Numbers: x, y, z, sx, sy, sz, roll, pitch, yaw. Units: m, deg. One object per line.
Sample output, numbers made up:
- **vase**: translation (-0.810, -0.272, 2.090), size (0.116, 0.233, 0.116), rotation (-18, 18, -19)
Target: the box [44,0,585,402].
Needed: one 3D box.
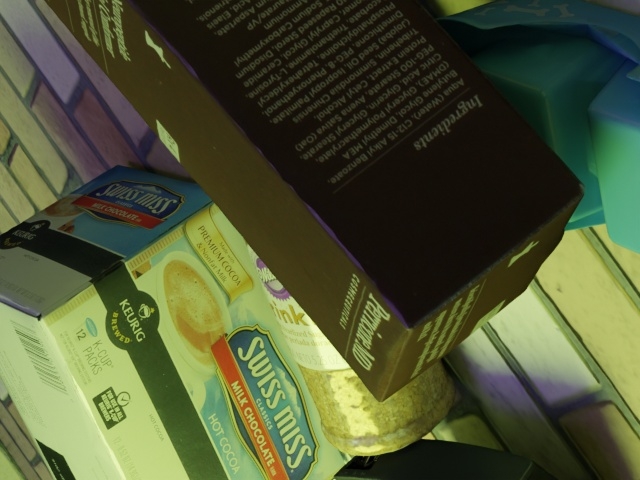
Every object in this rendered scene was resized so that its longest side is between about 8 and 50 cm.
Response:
- **box**: translation (-0.027, -0.101, 0.976), size (0.381, 0.143, 0.191), rotation (48, 166, 12)

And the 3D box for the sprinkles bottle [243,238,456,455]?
- **sprinkles bottle**: translation (0.000, 0.000, 1.279), size (0.121, 0.121, 0.355), rotation (16, 135, 54)

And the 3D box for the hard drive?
- **hard drive**: translation (0.138, 0.221, 1.310), size (0.172, 0.054, 0.254), rotation (36, 161, -22)

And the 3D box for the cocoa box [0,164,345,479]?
- **cocoa box**: translation (-0.172, 0.133, 1.619), size (0.231, 0.228, 0.347), rotation (16, 134, 54)

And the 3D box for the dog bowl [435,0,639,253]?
- **dog bowl**: translation (0.174, -0.058, 0.952), size (0.297, 0.074, 0.166), rotation (28, 143, 46)
